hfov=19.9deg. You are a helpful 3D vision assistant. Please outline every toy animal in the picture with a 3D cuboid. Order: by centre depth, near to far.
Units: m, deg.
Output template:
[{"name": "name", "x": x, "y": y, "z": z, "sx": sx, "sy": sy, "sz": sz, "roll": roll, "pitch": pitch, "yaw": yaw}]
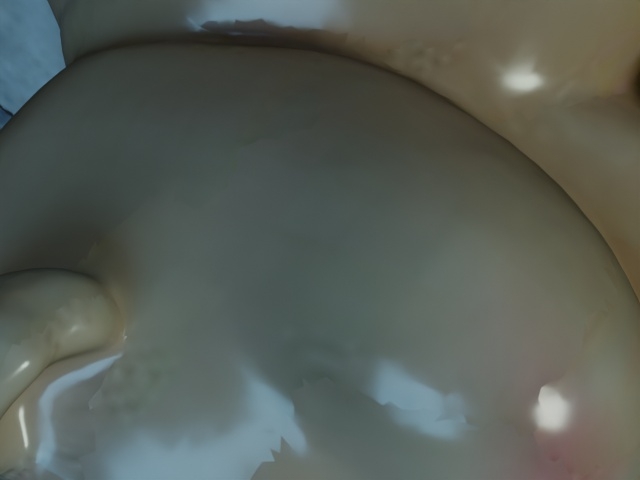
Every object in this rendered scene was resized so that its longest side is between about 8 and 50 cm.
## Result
[{"name": "toy animal", "x": 0.019, "y": 0.002, "z": 0.447, "sx": 0.278, "sy": 0.247, "sz": 0.345, "roll": 15, "pitch": 134, "yaw": 23}]
